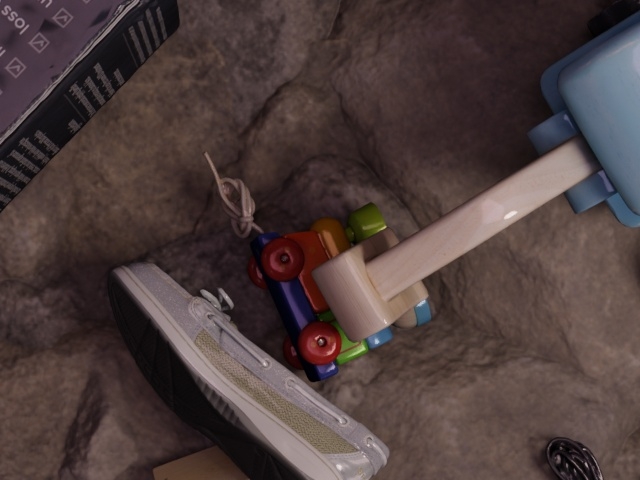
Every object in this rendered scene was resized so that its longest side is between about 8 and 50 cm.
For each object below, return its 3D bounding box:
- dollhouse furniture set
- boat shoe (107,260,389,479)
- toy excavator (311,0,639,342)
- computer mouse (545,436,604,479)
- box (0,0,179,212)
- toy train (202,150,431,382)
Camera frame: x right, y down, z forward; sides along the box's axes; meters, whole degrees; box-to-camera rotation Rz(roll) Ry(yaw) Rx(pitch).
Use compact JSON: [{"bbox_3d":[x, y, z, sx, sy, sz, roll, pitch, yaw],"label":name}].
[{"bbox_3d":[-0.092,0.300,1.786,0.144,0.123,0.151,-20,53,-3],"label":"dollhouse furniture set"},{"bbox_3d":[-0.077,0.131,1.744,0.320,0.118,0.103,41,60,17],"label":"boat shoe"},{"bbox_3d":[0.249,-0.087,1.670,0.445,0.433,0.222,-27,88,-44],"label":"toy excavator"},{"bbox_3d":[0.198,0.334,1.780,0.262,0.060,0.184,-36,84,-15],"label":"computer mouse"},{"bbox_3d":[-0.459,-0.215,1.666,0.480,0.297,0.472,44,85,0],"label":"box"},{"bbox_3d":[0.000,0.000,1.773,0.143,0.105,0.248,-23,88,-13],"label":"toy train"}]
